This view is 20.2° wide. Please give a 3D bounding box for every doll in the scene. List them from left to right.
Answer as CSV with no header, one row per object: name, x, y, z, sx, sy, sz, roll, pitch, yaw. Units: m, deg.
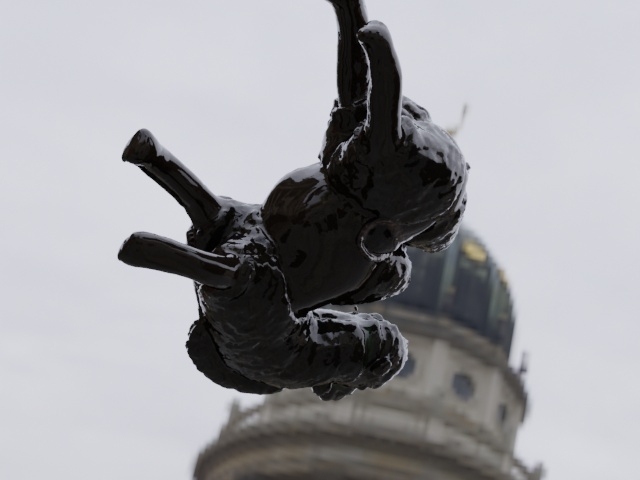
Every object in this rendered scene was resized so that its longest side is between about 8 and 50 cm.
doll,0.000,0.000,0.689,0.139,0.057,0.165,-37,-47,2
